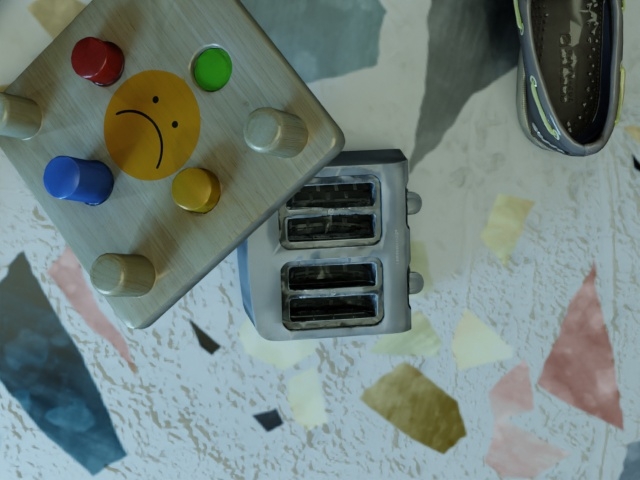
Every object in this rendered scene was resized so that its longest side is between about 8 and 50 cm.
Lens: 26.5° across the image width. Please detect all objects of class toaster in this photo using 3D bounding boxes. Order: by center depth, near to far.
[{"bbox_3d":[0.000,0.000,1.272,0.186,0.110,0.168,-2,99,-7],"label":"toaster"}]

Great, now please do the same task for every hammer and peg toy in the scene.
[{"bbox_3d":[-0.176,-0.133,1.183,0.266,0.127,0.361,-43,74,16],"label":"hammer and peg toy"}]

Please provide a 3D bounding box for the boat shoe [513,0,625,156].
[{"bbox_3d":[0.228,-0.239,1.268,0.117,0.097,0.324,-6,101,-7],"label":"boat shoe"}]
